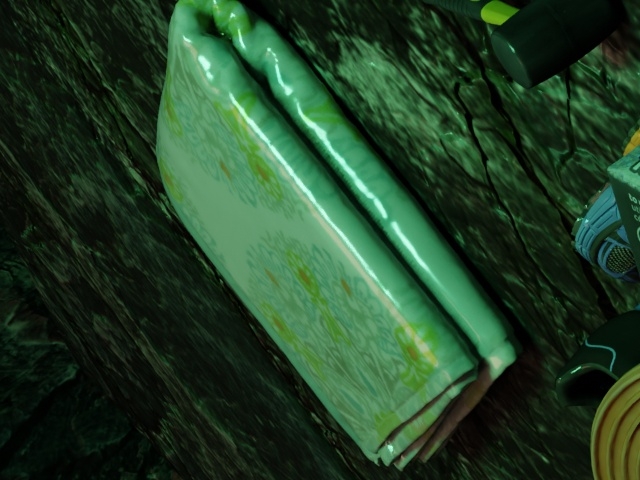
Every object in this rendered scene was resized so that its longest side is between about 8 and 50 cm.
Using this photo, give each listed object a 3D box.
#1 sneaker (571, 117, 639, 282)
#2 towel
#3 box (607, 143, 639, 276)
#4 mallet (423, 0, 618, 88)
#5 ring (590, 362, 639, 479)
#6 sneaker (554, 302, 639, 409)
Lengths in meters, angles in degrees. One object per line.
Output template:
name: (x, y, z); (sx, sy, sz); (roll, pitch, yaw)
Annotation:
sneaker: (0.189, -0.018, 0.989); (0.087, 0.083, 0.221); (42, 166, 10)
towel: (0.000, 0.000, 1.572); (0.374, 0.090, 0.320); (51, 161, 9)
box: (0.258, 0.033, 0.772); (0.247, 0.142, 0.163); (34, 154, 49)
mallet: (0.090, -0.120, 1.081); (0.039, 0.062, 0.189); (59, 164, -22)
ring: (0.294, 0.169, 1.019); (0.336, 0.032, 0.336); (28, 150, 18)
sneaker: (0.233, 0.119, 1.121); (0.232, 0.090, 0.081); (39, 159, 44)
